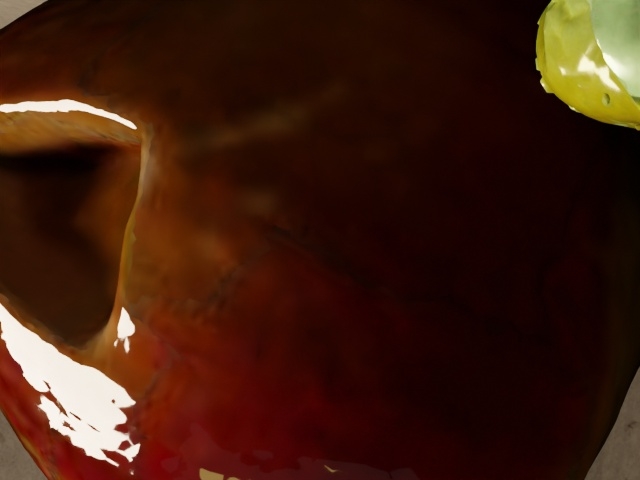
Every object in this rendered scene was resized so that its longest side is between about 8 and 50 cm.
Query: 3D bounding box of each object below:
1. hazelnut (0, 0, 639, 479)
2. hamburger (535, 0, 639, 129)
[{"bbox_3d":[0.000,0.000,0.698,0.402,0.402,0.429,10,-177,9],"label":"hazelnut"},{"bbox_3d":[0.144,-0.097,0.419,0.235,0.125,0.214,5,-173,30],"label":"hamburger"}]
